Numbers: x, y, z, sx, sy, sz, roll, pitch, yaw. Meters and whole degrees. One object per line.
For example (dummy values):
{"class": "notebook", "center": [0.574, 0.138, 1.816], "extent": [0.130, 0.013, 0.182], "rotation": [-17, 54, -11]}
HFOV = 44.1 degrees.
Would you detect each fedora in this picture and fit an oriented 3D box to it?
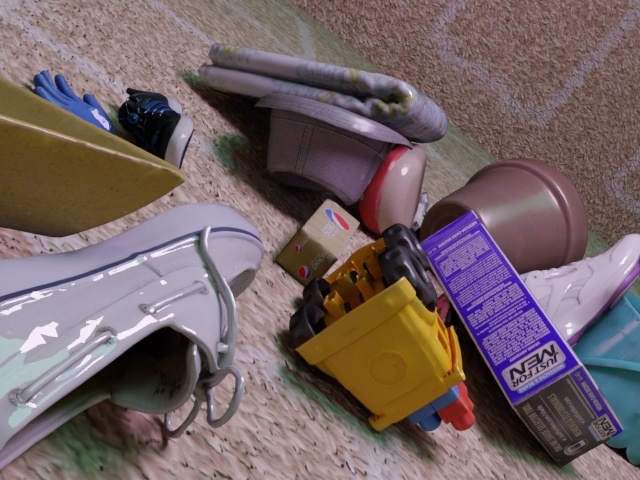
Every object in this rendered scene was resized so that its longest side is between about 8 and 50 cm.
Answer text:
{"class": "fedora", "center": [0.008, -0.128, 1.192], "extent": [0.244, 0.124, 0.275], "rotation": [17, 3, 8]}

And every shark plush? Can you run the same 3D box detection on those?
{"class": "shark plush", "center": [0.192, -0.030, 1.486], "extent": [0.161, 0.073, 0.067], "rotation": [-112, 177, -62]}

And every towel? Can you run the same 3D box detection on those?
{"class": "towel", "center": [0.017, -0.249, 1.371], "extent": [0.375, 0.090, 0.320], "rotation": [15, 9, 18]}

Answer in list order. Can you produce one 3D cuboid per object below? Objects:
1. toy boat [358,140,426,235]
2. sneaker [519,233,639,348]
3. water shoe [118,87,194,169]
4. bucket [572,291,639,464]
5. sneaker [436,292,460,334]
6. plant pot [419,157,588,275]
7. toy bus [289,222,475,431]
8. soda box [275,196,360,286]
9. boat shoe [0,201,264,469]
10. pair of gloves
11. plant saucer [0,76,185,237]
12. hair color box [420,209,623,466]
{"class": "toy boat", "center": [0.098, -0.097, 1.376], "extent": [0.151, 0.151, 0.231], "rotation": [11, 17, 9]}
{"class": "sneaker", "center": [0.406, 0.076, 1.301], "extent": [0.152, 0.305, 0.114], "rotation": [44, -13, 24]}
{"class": "water shoe", "center": [-0.207, -0.134, 0.959], "extent": [0.080, 0.073, 0.203], "rotation": [17, 14, -22]}
{"class": "bucket", "center": [0.545, 0.233, 1.357], "extent": [0.281, 0.183, 0.281], "rotation": [35, 20, -15]}
{"class": "sneaker", "center": [0.187, 0.120, 1.168], "extent": [0.057, 0.047, 0.119], "rotation": [51, 20, -4]}
{"class": "plant pot", "center": [0.301, -0.013, 1.412], "extent": [0.229, 0.263, 0.263], "rotation": [-9, 49, -41]}
{"class": "toy bus", "center": [0.090, 0.110, 0.879], "extent": [0.211, 0.149, 0.220], "rotation": [51, 15, -10]}
{"class": "soda box", "center": [0.000, 0.000, 1.055], "extent": [0.061, 0.058, 0.181], "rotation": [40, 19, -1]}
{"class": "boat shoe", "center": [-0.119, 0.075, 0.559], "extent": [0.156, 0.136, 0.367], "rotation": [44, 23, 13]}
{"class": "pair of gloves", "center": [-0.284, -0.132, 0.876], "extent": [0.159, 0.023, 0.198], "rotation": [42, 19, 5]}
{"class": "plant saucer", "center": [-0.315, -0.095, 0.533], "extent": [0.333, 0.081, 0.333], "rotation": [28, 8, 39]}
{"class": "hair color box", "center": [0.277, 0.129, 1.131], "extent": [0.185, 0.110, 0.338], "rotation": [48, 13, -39]}
